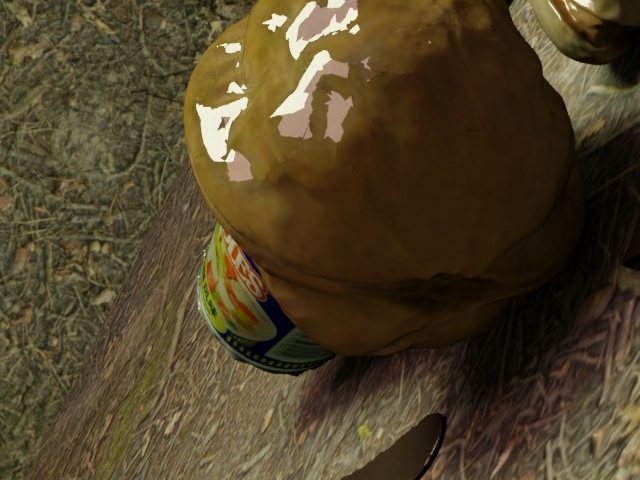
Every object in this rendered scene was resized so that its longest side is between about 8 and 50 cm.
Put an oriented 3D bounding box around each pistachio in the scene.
[{"bbox_3d":[0.261,-0.239,1.784,0.124,0.124,0.185,-54,19,23],"label":"pistachio"}]

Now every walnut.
[{"bbox_3d":[0.062,-0.090,1.656,0.383,0.384,0.383,-54,15,22],"label":"walnut"}]

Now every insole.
[{"bbox_3d":[0.032,0.262,1.818,0.328,0.007,0.111,-46,21,45],"label":"insole"}]

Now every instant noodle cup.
[{"bbox_3d":[0.000,0.000,1.985,0.312,0.284,0.284,-54,13,57],"label":"instant noodle cup"}]

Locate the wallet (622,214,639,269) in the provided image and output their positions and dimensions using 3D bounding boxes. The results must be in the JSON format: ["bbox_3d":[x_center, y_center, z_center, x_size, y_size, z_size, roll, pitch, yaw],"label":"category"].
[{"bbox_3d":[0.293,-0.051,1.512,0.082,0.018,0.156,-35,29,61],"label":"wallet"}]
